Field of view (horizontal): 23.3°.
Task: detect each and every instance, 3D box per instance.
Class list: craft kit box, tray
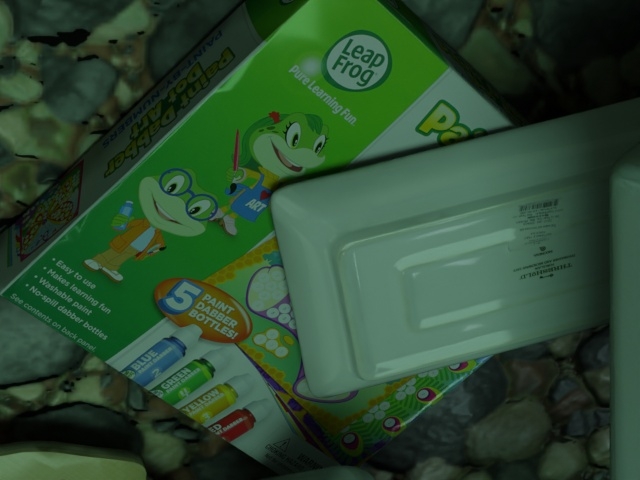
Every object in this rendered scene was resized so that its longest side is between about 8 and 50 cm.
[{"bbox_3d":[0.000,0.000,0.840,0.246,0.061,0.250,-44,123,14],"label":"craft kit box"},{"bbox_3d":[0.116,0.005,0.822,0.270,0.030,0.145,-14,126,-4],"label":"tray"}]

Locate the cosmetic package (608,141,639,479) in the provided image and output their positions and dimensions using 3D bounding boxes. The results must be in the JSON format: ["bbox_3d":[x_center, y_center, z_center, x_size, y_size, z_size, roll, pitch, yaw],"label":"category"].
[{"bbox_3d":[0.362,0.101,0.756,0.329,0.327,0.393,-34,133,-32],"label":"cosmetic package"}]

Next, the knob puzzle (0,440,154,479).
[{"bbox_3d":[-0.180,0.179,0.931,0.213,0.030,0.213,-8,128,-10],"label":"knob puzzle"}]

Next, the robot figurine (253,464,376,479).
[{"bbox_3d":[0.028,0.268,0.862,0.200,0.353,0.299,-23,97,-35],"label":"robot figurine"}]
